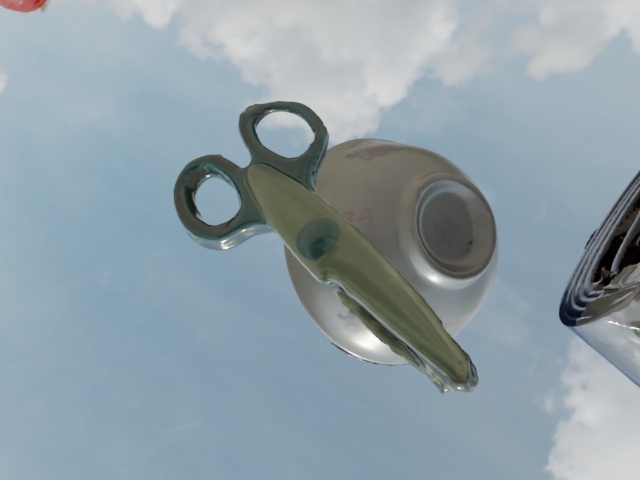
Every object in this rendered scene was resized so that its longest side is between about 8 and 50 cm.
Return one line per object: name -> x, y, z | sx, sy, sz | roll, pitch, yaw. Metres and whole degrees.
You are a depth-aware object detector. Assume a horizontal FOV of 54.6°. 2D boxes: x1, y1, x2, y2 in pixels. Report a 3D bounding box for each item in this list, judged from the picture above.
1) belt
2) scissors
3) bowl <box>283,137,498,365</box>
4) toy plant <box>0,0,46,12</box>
belt -> 0.398, -0.008, 0.656 | 0.117, 0.212, 0.347 | 41, -111, 0
scissors -> 0.000, 0.000, 0.426 | 0.138, 0.041, 0.289 | -44, -127, -2
bowl -> 0.135, -0.004, 0.849 | 0.345, 0.345, 0.157 | -47, -169, -28
toy plant -> -0.176, -0.141, 0.240 | 0.155, 0.240, 0.088 | -21, -112, -11
